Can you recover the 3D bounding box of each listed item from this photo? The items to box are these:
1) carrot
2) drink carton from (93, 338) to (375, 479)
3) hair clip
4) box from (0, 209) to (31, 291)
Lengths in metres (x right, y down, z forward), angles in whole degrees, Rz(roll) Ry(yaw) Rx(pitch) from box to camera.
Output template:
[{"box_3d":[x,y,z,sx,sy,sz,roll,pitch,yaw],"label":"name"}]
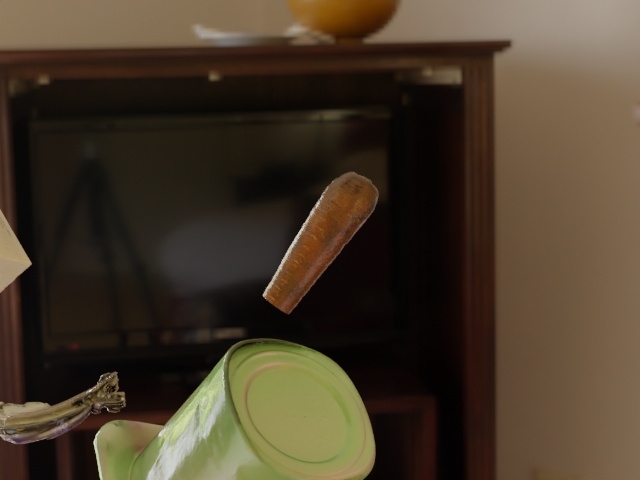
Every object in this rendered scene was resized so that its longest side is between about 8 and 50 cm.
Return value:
[{"box_3d":[0.000,0.000,0.794,0.032,0.093,0.032,36,0,0],"label":"carrot"},{"box_3d":[-0.046,0.149,0.880,0.144,0.142,0.146,14,42,-35],"label":"drink carton"},{"box_3d":[-0.314,0.197,1.575,0.172,0.049,0.116,-17,6,-2],"label":"hair clip"},{"box_3d":[-0.486,-0.051,1.591,0.111,0.260,0.194,-42,-24,13],"label":"box"}]
